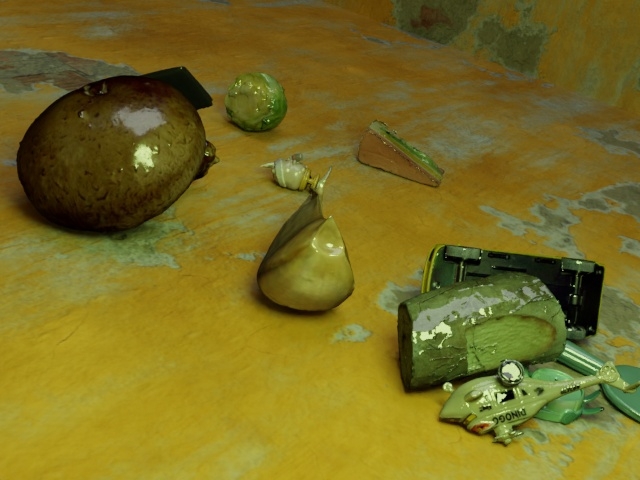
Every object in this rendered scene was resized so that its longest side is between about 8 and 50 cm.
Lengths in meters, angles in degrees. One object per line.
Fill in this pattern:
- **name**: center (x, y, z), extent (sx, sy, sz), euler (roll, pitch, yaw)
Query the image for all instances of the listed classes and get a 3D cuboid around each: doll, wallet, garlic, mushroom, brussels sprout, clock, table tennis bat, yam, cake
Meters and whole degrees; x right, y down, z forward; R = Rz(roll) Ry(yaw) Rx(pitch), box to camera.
- **doll**: center (-0.064, -0.154, 1.879), extent (0.127, 0.084, 0.073), euler (22, 25, 1)
- **wallet**: center (-0.338, -0.271, 1.663), extent (0.244, 0.124, 0.025), euler (-10, 62, 21)
- **garlic**: center (-0.006, 0.008, 1.467), extent (0.151, 0.196, 0.338), euler (25, 17, -7)
- **mushroom**: center (-0.371, -0.136, 1.581), extent (0.331, 0.356, 0.334), euler (7, 58, -1)
- **brussels sprout**: center (-0.151, -0.341, 2.157), extent (0.151, 0.149, 0.122), euler (39, 16, 15)
- **clock**: center (0.362, 0.236, 1.339), extent (0.135, 0.041, 0.101), euler (15, 26, 4)
- **table tennis bat**: center (0.494, 0.234, 1.418), extent (0.237, 0.038, 0.149), euler (29, 31, 21)
- **yam**: center (0.231, 0.133, 1.326), extent (0.254, 0.154, 0.154), euler (-11, 32, -13)
- **cake**: center (0.194, -0.193, 2.137), extent (0.225, 0.090, 0.109), euler (36, 26, 3)

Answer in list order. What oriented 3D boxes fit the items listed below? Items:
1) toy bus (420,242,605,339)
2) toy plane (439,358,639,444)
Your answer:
- **toy bus**: center (0.316, 0.086, 1.501), extent (0.331, 0.145, 0.151), euler (6, 3, -17)
- **toy plane**: center (0.310, 0.221, 1.247), extent (0.286, 0.092, 0.108), euler (-15, 65, -6)
